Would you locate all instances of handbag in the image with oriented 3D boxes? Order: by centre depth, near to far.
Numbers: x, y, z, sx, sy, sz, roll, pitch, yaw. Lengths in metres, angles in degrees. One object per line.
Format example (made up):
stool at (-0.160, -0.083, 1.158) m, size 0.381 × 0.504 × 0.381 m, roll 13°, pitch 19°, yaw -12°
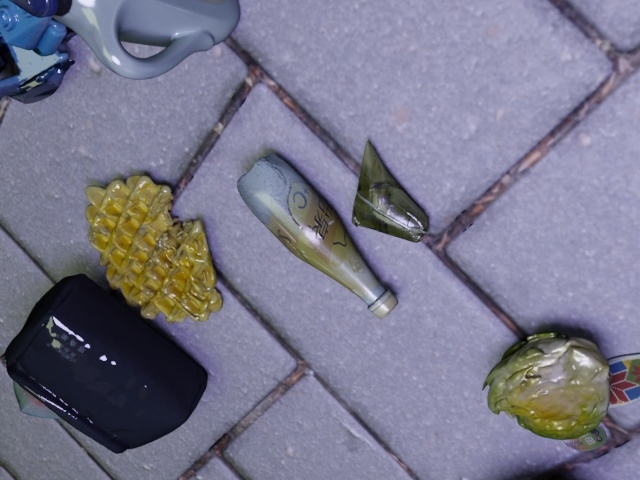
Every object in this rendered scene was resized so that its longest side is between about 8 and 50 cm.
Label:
handbag at (-0.383, 0.236, 1.342) m, size 0.302 × 0.178 × 0.275 m, roll 41°, pitch 123°, yaw -18°

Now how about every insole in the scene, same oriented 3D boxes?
insole at (0.393, 0.160, 0.970) m, size 0.193 × 0.006 × 0.065 m, roll -32°, pitch 96°, yaw 40°

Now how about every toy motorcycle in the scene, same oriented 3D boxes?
toy motorcycle at (-0.475, -0.272, 1.141) m, size 0.416 × 0.232 × 0.172 m, roll -12°, pitch 105°, yaw 36°

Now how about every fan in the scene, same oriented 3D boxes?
fan at (0.342, 0.244, 1.051) m, size 0.060 × 0.003 × 0.080 m, roll -3°, pitch 113°, yaw 33°

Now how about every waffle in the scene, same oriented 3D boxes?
waffle at (-0.271, 0.017, 1.285) m, size 0.250 × 0.056 × 0.261 m, roll 6°, pitch 122°, yaw 31°

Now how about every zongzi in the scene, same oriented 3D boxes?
zongzi at (0.096, -0.061, 1.017) m, size 0.104 × 0.052 × 0.113 m, roll 16°, pitch 110°, yaw 16°

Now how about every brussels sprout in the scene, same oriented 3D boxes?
brussels sprout at (0.286, 0.177, 0.988) m, size 0.139 × 0.100 × 0.181 m, roll 38°, pitch 129°, yaw 5°

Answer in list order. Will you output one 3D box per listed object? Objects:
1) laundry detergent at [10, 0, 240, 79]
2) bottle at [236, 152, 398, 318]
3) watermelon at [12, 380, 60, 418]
laundry detergent at (-0.234, -0.292, 0.944) m, size 0.105 × 0.280 × 0.215 m, roll -28°, pitch 99°, yaw 38°
bottle at (0.000, 0.000, 1.082) m, size 0.269 × 0.083 × 0.083 m, roll 46°, pitch 130°, yaw 2°
watermelon at (-0.476, 0.228, 1.543) m, size 0.202 × 0.136 × 0.207 m, roll -22°, pitch 72°, yaw 2°
